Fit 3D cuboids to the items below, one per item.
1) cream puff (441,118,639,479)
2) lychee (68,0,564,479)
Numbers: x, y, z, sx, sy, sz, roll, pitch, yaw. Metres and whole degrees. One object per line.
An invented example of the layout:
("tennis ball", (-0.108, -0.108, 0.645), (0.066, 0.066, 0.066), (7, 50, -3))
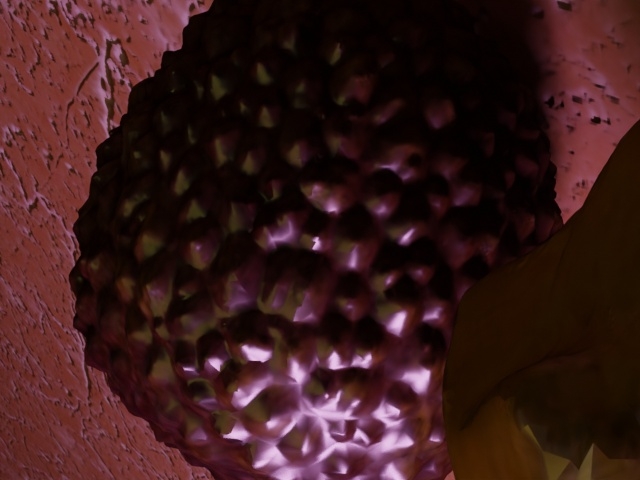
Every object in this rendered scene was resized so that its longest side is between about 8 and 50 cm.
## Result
("cream puff", (0.176, 0.123, 0.475), (0.378, 0.275, 0.378), (9, 106, 34))
("lychee", (0.000, 0.000, 0.749), (0.236, 0.236, 0.271), (32, 127, 36))
